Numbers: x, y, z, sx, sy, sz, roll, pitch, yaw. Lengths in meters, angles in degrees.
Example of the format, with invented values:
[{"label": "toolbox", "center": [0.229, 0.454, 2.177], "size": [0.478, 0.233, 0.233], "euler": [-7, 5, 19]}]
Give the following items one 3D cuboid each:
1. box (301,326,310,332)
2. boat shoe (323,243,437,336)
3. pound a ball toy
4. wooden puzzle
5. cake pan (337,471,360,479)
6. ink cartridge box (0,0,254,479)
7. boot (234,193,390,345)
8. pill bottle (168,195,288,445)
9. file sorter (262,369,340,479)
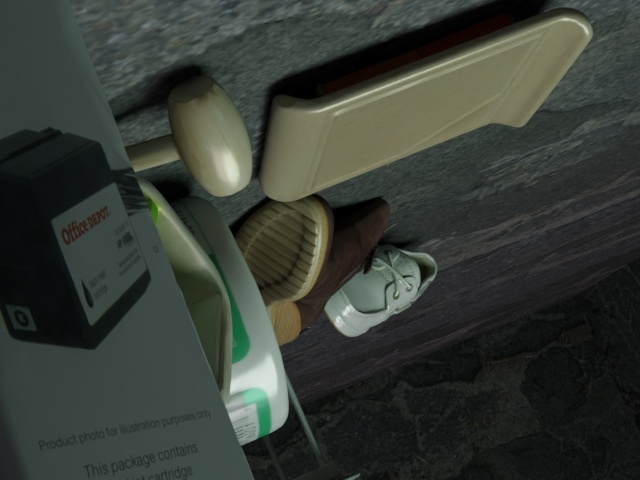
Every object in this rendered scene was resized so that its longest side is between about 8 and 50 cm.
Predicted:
[{"label": "box", "center": [-0.203, 0.138, 1.420], "size": [0.322, 0.079, 0.257], "euler": [-28, 170, 18]}, {"label": "boat shoe", "center": [0.074, 0.046, 1.525], "size": [0.096, 0.098, 0.277], "euler": [-29, 177, 21]}, {"label": "pound a ball toy", "center": [-0.172, 0.057, 0.768], "size": [0.319, 0.208, 0.135], "euler": [-24, 124, 14]}, {"label": "wooden puzzle", "center": [0.070, -0.106, 0.972], "size": [0.239, 0.044, 0.221], "euler": [-17, 168, -10]}, {"label": "cake pan", "center": [-0.079, 0.340, 1.383], "size": [0.293, 0.054, 0.293], "euler": [-24, 170, -4]}, {"label": "ink cartridge box", "center": [-0.177, 0.048, 0.496], "size": [0.223, 0.307, 0.129], "euler": [-30, 165, 28]}, {"label": "boot", "center": [0.000, 0.000, 1.247], "size": [0.207, 0.090, 0.248], "euler": [-38, 163, -40]}, {"label": "pill bottle", "center": [-0.223, 0.116, 0.960], "size": [0.361, 0.204, 0.204], "euler": [-20, 168, -15]}, {"label": "file sorter", "center": [-0.163, 0.263, 1.436], "size": [0.278, 0.173, 0.193], "euler": [-32, 167, 35]}]
